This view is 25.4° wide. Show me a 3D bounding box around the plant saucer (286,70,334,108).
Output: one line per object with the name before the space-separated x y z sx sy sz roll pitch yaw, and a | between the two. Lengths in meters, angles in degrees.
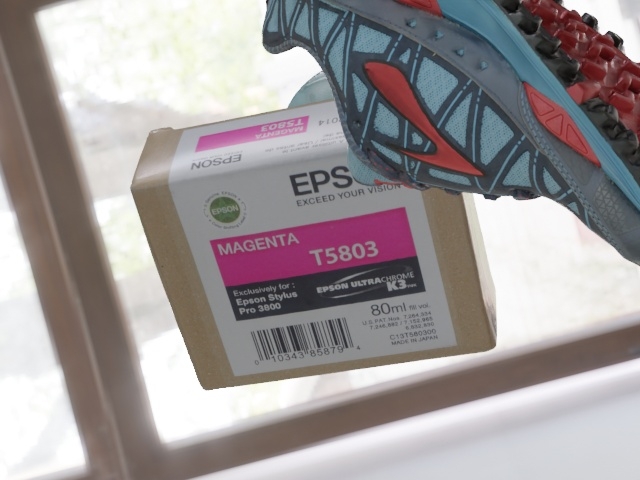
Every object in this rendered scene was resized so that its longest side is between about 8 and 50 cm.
plant saucer | 0.056 -0.091 1.406 0.037 0.195 0.195 141 116 -72

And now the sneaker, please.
sneaker | 0.072 -0.064 0.674 0.104 0.125 0.262 -8 -132 -51

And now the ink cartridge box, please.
ink cartridge box | 0.000 0.000 1.053 0.088 0.234 0.193 -80 -23 -57
